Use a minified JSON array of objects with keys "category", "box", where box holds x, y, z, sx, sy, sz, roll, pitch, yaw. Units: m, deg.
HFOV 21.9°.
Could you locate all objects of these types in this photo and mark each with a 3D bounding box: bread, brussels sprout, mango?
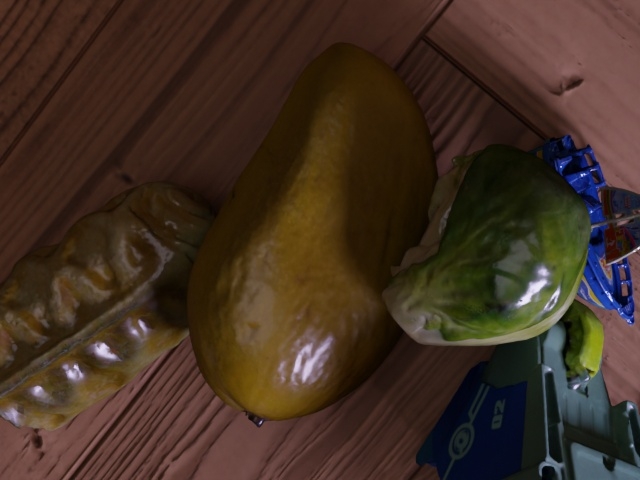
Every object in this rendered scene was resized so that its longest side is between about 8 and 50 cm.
[{"category":"bread","box":[-0.198,0.054,1.530,0.268,0.130,0.152,-35,120,15]},{"category":"brussels sprout","box":[0.142,0.016,1.360,0.145,0.131,0.183,29,105,8]},{"category":"mango","box":[0.006,0.006,1.453,0.195,0.142,0.331,30,87,-19]}]

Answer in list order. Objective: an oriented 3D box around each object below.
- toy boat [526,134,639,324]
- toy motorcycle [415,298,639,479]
[{"category":"toy boat","box":[0.249,-0.012,1.416,0.110,0.091,0.175,-17,93,33]},{"category":"toy motorcycle","box":[0.177,0.217,1.401,0.200,0.191,0.326,-32,49,35]}]
